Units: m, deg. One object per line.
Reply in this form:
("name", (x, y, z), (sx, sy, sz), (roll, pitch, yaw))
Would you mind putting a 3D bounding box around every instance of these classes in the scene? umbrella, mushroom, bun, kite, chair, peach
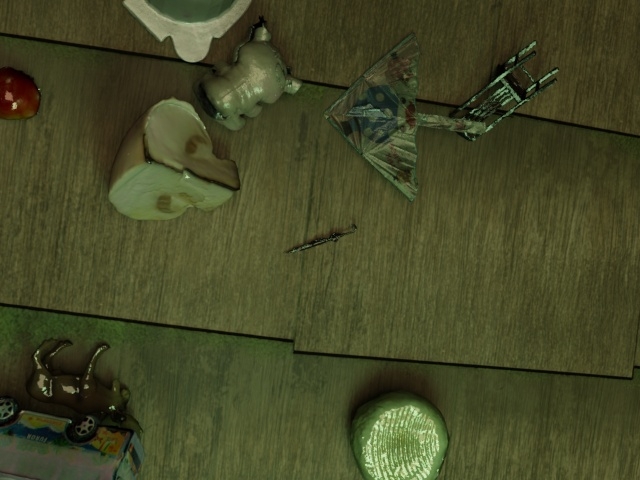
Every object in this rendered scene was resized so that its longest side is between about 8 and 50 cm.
("umbrella", (0.001, 0.004, 1.595), (0.148, 0.022, 0.022), (-23, 121, -4))
("mushroom", (-0.278, -0.139, 1.477), (0.236, 0.173, 0.162), (20, 53, -49))
("bun", (0.148, 0.382, 1.594), (0.195, 0.118, 0.196), (1, 87, -10))
("kite", (0.162, -0.236, 1.598), (0.314, 0.011, 0.335), (3, 84, -3))
("chair", (0.353, -0.288, 1.641), (0.212, 0.101, 0.084), (-36, 101, 28))
("peach", (-0.529, -0.251, 1.436), (0.098, 0.061, 0.098), (-1, 97, -7))

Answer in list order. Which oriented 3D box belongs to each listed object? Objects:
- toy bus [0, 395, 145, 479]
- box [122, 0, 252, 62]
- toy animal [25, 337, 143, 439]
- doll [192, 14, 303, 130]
("toy bus", (-0.459, 0.352, 1.386), (0.316, 0.112, 0.138), (6, 49, 12))
("box", (-0.221, -0.469, 1.424), (0.262, 0.206, 0.291), (2, 89, -13))
("toy animal", (-0.411, 0.274, 1.480), (0.214, 0.094, 0.186), (11, 81, -14))
("doll", (-0.134, -0.290, 1.511), (0.192, 0.095, 0.149), (-40, 98, -6))
